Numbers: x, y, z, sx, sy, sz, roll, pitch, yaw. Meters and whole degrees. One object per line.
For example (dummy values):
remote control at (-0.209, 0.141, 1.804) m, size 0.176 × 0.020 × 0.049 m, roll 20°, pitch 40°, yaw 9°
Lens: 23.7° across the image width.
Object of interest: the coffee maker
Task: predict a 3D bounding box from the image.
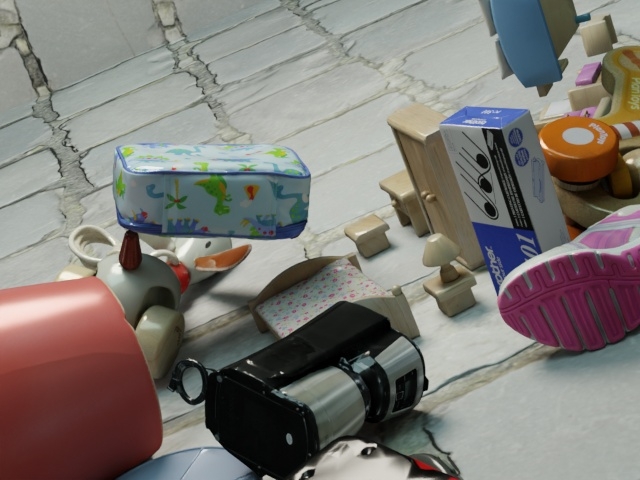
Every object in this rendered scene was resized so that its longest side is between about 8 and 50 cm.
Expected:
coffee maker at (-0.014, 0.128, 1.428) m, size 0.178 × 0.171 × 0.120 m, roll -28°, pitch -25°, yaw -47°

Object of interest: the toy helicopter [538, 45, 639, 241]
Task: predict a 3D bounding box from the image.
toy helicopter at (0.362, -0.116, 1.670) m, size 0.235 × 0.140 × 0.355 m, roll 4°, pitch 37°, yaw 10°

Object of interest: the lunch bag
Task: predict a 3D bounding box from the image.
lunch bag at (-0.124, -0.060, 1.729) m, size 0.219 × 0.090 × 0.176 m, roll 0°, pitch 17°, yaw -14°

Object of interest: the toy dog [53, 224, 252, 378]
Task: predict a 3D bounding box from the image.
toy dog at (-0.197, 0.019, 1.816) m, size 0.220 × 0.161 × 0.333 m, roll 13°, pitch 27°, yaw -7°

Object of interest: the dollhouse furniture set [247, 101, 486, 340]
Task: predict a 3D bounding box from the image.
dollhouse furniture set at (0.000, 0.000, 1.702) m, size 0.355 × 0.174 × 0.303 m, roll -26°, pitch 21°, yaw -10°

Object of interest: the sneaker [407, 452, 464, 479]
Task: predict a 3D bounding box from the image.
sneaker at (0.090, 0.243, 1.144) m, size 0.106 × 0.101 × 0.267 m, roll -29°, pitch 22°, yaw -12°

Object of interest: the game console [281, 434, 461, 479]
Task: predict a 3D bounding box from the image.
game console at (-0.019, 0.288, 1.005) m, size 0.386 × 0.060 × 0.342 m, roll -34°, pitch 24°, yaw -25°

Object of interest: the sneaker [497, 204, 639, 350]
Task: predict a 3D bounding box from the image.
sneaker at (0.290, 0.028, 1.479) m, size 0.252 × 0.103 × 0.111 m, roll -16°, pitch 17°, yaw -2°

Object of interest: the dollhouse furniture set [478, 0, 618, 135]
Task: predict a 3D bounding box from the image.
dollhouse furniture set at (0.232, -0.244, 1.879) m, size 0.198 × 0.303 × 0.286 m, roll -9°, pitch 25°, yaw 27°

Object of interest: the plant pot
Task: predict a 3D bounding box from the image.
plant pot at (-0.305, 0.165, 1.525) m, size 0.243 × 0.275 × 0.275 m, roll -19°, pitch 19°, yaw -21°

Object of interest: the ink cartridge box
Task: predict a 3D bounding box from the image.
ink cartridge box at (0.196, -0.033, 1.547) m, size 0.046 × 0.207 × 0.097 m, roll -34°, pitch 24°, yaw -28°

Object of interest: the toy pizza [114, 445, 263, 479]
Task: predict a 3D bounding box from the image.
toy pizza at (-0.144, 0.261, 1.415) m, size 0.201 × 0.032 × 0.201 m, roll -19°, pitch 23°, yaw 8°
